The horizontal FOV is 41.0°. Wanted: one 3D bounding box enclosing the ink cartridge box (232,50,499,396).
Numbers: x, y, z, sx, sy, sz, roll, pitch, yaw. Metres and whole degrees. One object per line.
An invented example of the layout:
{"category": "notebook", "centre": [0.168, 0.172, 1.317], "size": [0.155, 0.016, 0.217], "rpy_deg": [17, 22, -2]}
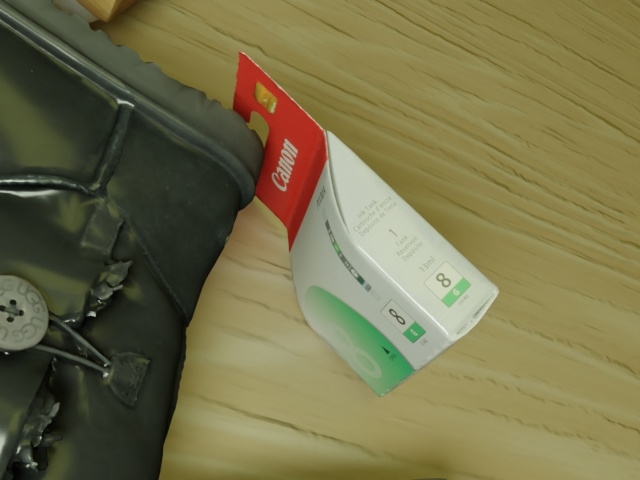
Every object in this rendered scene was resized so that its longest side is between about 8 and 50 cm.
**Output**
{"category": "ink cartridge box", "centre": [0.000, 0.000, 0.599], "size": [0.225, 0.181, 0.056], "rpy_deg": [42, 68, 7]}

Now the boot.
{"category": "boot", "centre": [-0.244, 0.055, 0.423], "size": [0.367, 0.146, 0.445], "rpy_deg": [24, 58, -12]}

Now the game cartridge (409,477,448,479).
{"category": "game cartridge", "centre": [0.043, 0.277, 0.430], "size": [0.230, 0.068, 0.355], "rpy_deg": [10, 33, -31]}

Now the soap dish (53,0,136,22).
{"category": "soap dish", "centre": [-0.182, -0.325, 0.692], "size": [0.229, 0.118, 0.291], "rpy_deg": [41, 39, -11]}
